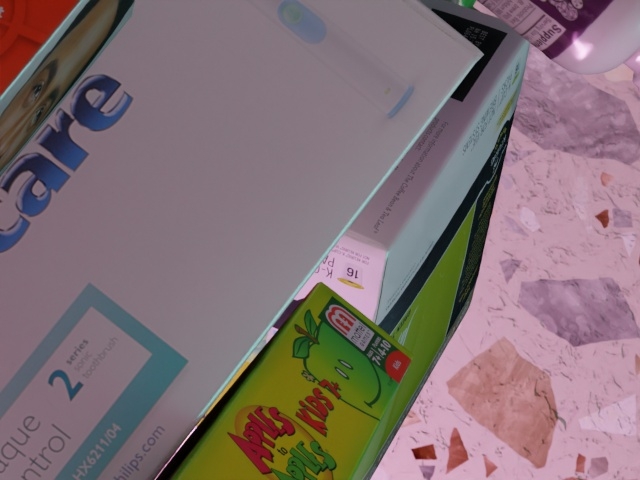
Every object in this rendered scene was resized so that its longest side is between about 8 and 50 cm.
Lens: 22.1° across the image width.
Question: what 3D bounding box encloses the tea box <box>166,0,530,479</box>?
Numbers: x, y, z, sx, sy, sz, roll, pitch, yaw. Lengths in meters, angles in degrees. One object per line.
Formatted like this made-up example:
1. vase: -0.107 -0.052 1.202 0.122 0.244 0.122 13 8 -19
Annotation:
1. tea box: 0.000 0.000 1.352 0.329 0.220 0.323 -54 158 -47

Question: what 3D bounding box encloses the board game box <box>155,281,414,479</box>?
1. board game box: -0.033 0.087 0.488 0.092 0.043 0.181 -50 -179 24

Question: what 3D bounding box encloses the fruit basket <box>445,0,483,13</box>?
1. fruit basket: 0.033 -0.153 1.647 0.353 0.165 0.327 -45 153 -54

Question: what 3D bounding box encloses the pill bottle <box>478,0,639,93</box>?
1. pill bottle: 0.175 -0.224 1.143 0.169 0.301 0.169 -53 -177 4

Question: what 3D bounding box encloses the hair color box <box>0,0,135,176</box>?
1. hair color box: -0.097 -0.021 0.361 0.141 0.043 0.072 -54 -178 -14

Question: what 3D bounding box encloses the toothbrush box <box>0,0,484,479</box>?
1. toothbrush box: -0.084 0.010 0.589 0.216 0.126 0.295 -52 -179 -13
